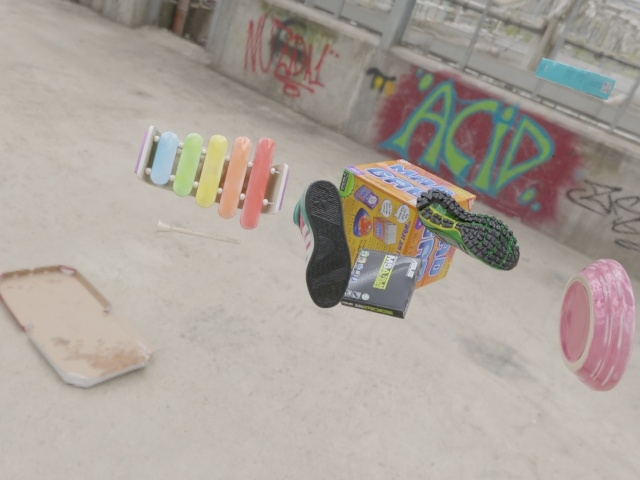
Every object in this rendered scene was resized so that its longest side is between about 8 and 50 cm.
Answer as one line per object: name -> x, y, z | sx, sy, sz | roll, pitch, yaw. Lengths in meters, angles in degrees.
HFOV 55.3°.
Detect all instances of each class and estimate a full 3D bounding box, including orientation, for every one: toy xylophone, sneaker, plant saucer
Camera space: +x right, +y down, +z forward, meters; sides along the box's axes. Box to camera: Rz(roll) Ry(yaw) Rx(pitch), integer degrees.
toy xylophone -> -0.234, -0.116, 1.317 | 0.323, 0.236, 0.081 | 6, -3, -15
sneaker -> 0.442, -0.026, 1.830 | 0.344, 0.134, 0.146 | 38, -9, 19
plant saucer -> 0.677, 0.208, 1.531 | 0.084, 0.331, 0.332 | 5, 23, 4
sneaker -> 0.000, 0.000, 1.446 | 0.124, 0.295, 0.178 | -2, 9, -5

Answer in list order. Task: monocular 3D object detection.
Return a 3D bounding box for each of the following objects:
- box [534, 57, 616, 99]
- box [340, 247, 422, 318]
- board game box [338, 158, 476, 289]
box -> 0.752, -0.484, 1.816 | 0.101, 0.060, 0.244 | 11, 21, -20
box -> 0.170, 0.115, 1.695 | 0.184, 0.045, 0.190 | 10, 51, 24
board game box -> 0.285, -0.058, 2.264 | 0.357, 0.356, 0.356 | -14, 38, -45
